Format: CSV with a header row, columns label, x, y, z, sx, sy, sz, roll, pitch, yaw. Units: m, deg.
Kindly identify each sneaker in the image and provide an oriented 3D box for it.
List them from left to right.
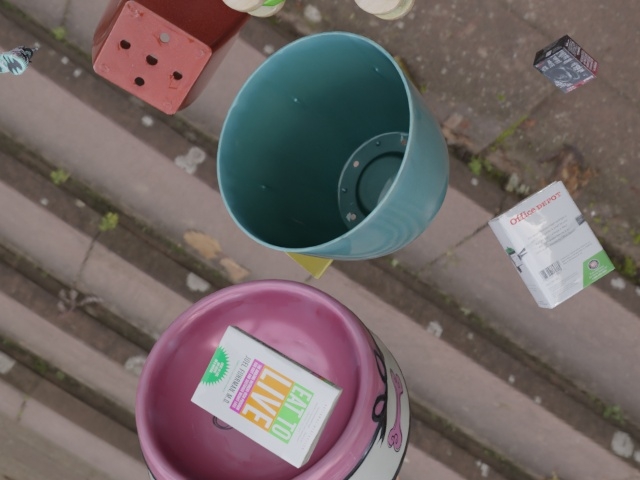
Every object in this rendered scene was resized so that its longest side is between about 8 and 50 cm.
label,x,y,z,sx,sy,sz,roll,pitch,yaw
sneaker,-0.494,-0.304,1.358,0.098,0.069,0.038,17,132,41

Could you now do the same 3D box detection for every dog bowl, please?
label,x,y,z,sx,sy,sz,roll,pitch,yaw
dog bowl,-0.081,0.232,1.178,0.408,0.407,0.150,16,151,23

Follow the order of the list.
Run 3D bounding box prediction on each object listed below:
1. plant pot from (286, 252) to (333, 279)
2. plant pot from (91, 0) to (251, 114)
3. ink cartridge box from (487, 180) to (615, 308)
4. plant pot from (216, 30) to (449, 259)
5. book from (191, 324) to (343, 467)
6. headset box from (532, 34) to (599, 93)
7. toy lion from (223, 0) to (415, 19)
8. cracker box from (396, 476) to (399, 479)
label,x,y,z,sx,sy,sz,roll,pitch,yaw
plant pot,0.000,0.000,1.423,0.081,0.081,0.083,40,120,-4
plant pot,-0.312,-0.414,1.649,0.267,0.235,0.267,30,125,-16
ink cartridge box,0.478,0.008,1.712,0.219,0.160,0.092,59,175,0
plant pot,0.043,-0.103,1.135,0.293,0.292,0.235,8,172,33
book,-0.059,0.169,0.904,0.144,0.096,0.035,27,-176,15
headset box,0.376,-0.265,1.247,0.083,0.032,0.062,32,149,-21
toy lion,-0.006,-0.148,0.362,0.100,0.034,0.096,6,101,16
cracker box,0.047,0.429,1.612,0.232,0.067,0.155,17,129,45
